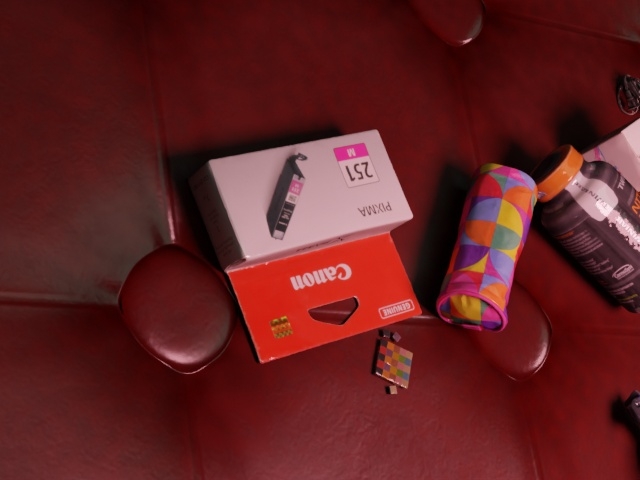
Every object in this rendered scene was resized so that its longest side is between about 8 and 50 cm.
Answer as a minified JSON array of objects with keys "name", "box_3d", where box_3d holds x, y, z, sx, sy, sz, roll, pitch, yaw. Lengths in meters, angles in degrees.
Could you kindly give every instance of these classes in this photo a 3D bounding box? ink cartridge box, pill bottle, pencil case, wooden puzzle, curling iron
[{"name":"ink cartridge box","box_3d":[0.444,-0.116,1.941,0.092,0.143,0.090,-33,91,-41]},{"name":"ink cartridge box","box_3d":[0.000,0.000,1.624,0.275,0.060,0.238,-14,77,-39]},{"name":"pill bottle","box_3d":[0.399,-0.022,1.874,0.246,0.130,0.130,43,51,-12]},{"name":"pencil case","box_3d":[0.222,0.009,1.754,0.104,0.104,0.236,35,53,-18]},{"name":"wooden puzzle","box_3d":[0.090,0.152,1.651,0.049,0.006,0.083,27,55,-23]},{"name":"curling iron","box_3d":[0.574,-0.170,2.131,0.274,0.035,0.068,35,57,-17]}]

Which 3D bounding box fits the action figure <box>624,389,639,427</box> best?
[{"name":"action figure","box_3d":[0.479,0.376,1.770,0.330,0.178,0.341,-13,50,-46]}]
